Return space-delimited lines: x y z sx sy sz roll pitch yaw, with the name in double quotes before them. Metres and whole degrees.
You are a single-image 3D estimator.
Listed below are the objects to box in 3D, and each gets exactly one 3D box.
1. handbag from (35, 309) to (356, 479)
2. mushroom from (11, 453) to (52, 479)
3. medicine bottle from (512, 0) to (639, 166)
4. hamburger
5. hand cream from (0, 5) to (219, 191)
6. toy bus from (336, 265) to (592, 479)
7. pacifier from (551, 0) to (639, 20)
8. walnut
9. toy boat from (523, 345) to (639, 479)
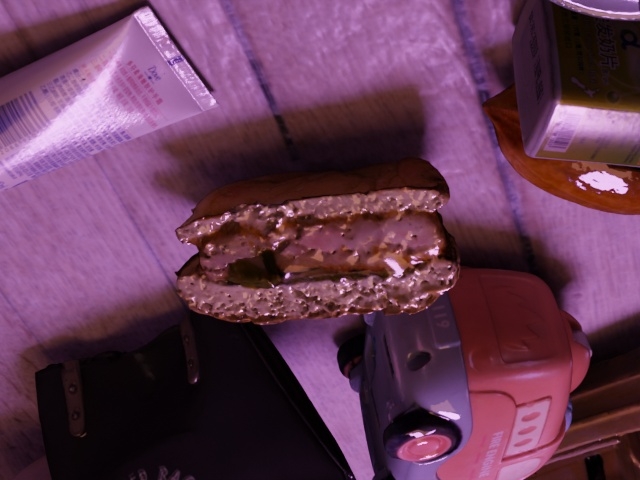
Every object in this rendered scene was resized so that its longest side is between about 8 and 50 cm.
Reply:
"handbag" -0.139 0.220 1.765 0.342 0.288 0.152 -25 176 27
"mushroom" -0.263 0.363 2.015 0.297 0.298 0.290 21 177 -29
"medicine bottle" 0.252 -0.127 1.365 0.188 0.132 0.088 4 145 -10
"hamburger" 0.000 0.000 1.552 0.262 0.131 0.124 -5 112 16
"hand cream" -0.222 -0.108 1.447 0.247 0.083 0.133 -21 143 9
"toy bus" 0.145 0.141 1.730 0.232 0.194 0.288 -9 146 -10
"pacifier" 0.230 -0.215 1.166 0.227 0.207 0.279 18 142 -24
"walnut" 0.229 -0.084 1.458 0.207 0.116 0.116 16 143 -11
"toy boat" 0.273 0.225 1.841 0.445 0.162 0.136 -28 155 38
